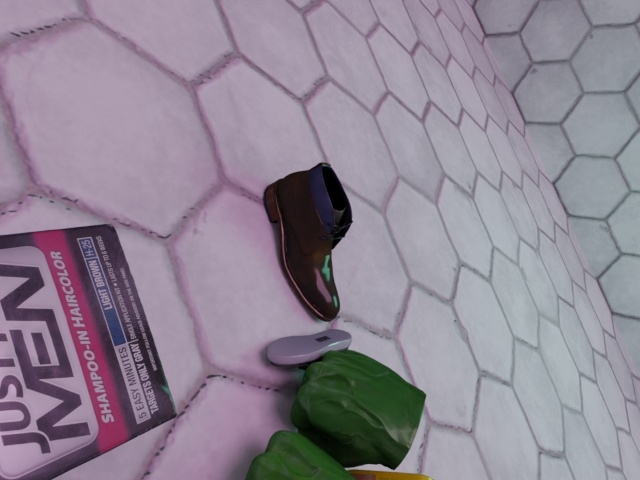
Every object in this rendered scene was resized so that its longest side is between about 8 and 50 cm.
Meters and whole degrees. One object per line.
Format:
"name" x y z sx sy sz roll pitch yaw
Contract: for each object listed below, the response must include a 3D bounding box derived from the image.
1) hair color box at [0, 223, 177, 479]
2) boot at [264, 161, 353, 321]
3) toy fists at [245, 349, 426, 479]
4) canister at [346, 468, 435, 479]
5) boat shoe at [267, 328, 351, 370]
"hair color box" -0.278 0.102 0.295 0.347 0.105 0.174 -13 79 -52
"boot" 0.000 0.000 0.689 0.082 0.106 0.219 -15 80 -53
"toy fists" 0.011 0.236 0.544 0.142 0.096 0.279 31 42 6
"canister" 0.073 0.357 0.553 0.073 0.126 0.170 75 18 -47
"boat shoe" -0.011 0.148 0.640 0.142 0.049 0.040 -1 108 -46
